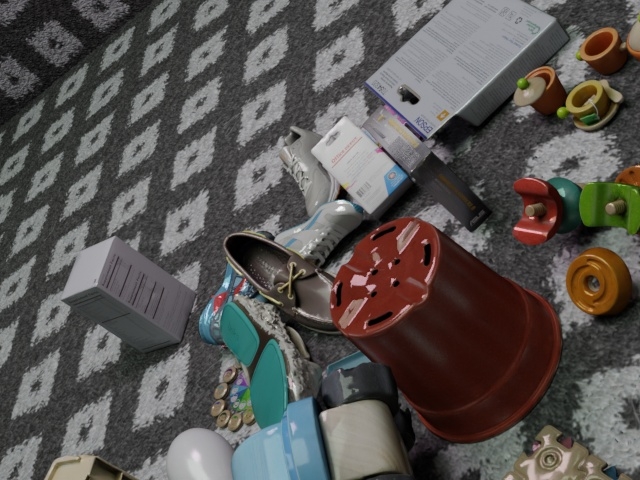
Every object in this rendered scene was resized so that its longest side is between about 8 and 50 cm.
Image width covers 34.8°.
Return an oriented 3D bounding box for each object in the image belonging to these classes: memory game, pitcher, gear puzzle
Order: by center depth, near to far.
[{"bbox_3d":[0.251,0.406,1.292,0.339,0.044,0.175,-48,39,-9],"label":"gear puzzle"},{"bbox_3d":[-0.210,0.436,1.772,0.177,0.125,0.207,-37,40,-7],"label":"pitcher"},{"bbox_3d":[-0.141,0.280,1.956,0.186,0.012,0.186,-31,37,27],"label":"memory game"}]

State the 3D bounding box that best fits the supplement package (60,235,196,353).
[{"bbox_3d":[-0.417,0.122,2.231,0.139,0.244,0.134,-19,44,38],"label":"supplement package"}]

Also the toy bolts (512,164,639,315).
[{"bbox_3d":[0.415,-0.016,1.521,0.228,0.158,0.218,20,113,46],"label":"toy bolts"}]

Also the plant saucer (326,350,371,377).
[{"bbox_3d":[0.088,0.211,1.747,0.192,0.018,0.067,-28,39,29],"label":"plant saucer"}]

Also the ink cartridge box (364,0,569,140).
[{"bbox_3d":[0.279,-0.352,2.023,0.330,0.071,0.324,-44,34,6],"label":"ink cartridge box"}]

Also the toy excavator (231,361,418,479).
[{"bbox_3d":[-0.060,0.399,1.488,0.445,0.433,0.222,-15,55,5],"label":"toy excavator"}]

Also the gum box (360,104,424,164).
[{"bbox_3d":[0.116,-0.187,2.068,0.188,0.062,0.107,-45,33,9],"label":"gum box"}]

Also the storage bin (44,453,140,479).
[{"bbox_3d":[-0.378,0.536,1.753,0.123,0.262,0.260,-7,52,46],"label":"storage bin"}]

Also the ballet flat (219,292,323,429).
[{"bbox_3d":[-0.068,0.217,1.819,0.147,0.147,0.409,-46,32,7],"label":"ballet flat"}]

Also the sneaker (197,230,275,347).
[{"bbox_3d":[-0.137,0.106,2.074,0.125,0.104,0.262,14,72,36],"label":"sneaker"}]

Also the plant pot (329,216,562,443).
[{"bbox_3d":[0.170,0.118,1.512,0.272,0.265,0.272,-31,37,27],"label":"plant pot"}]

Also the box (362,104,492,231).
[{"bbox_3d":[0.187,-0.131,1.818,0.056,0.183,0.231,-46,32,7],"label":"box"}]

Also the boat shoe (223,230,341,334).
[{"bbox_3d":[-0.059,0.075,1.916,0.324,0.096,0.117,33,90,39],"label":"boat shoe"}]

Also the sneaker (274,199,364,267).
[{"bbox_3d":[0.000,0.000,2.012,0.228,0.087,0.092,-34,42,35],"label":"sneaker"}]

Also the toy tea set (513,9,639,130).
[{"bbox_3d":[0.470,-0.308,1.707,0.336,0.124,0.200,-33,36,24],"label":"toy tea set"}]

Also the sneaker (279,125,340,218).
[{"bbox_3d":[-0.032,-0.140,2.128,0.099,0.121,0.262,-56,23,33],"label":"sneaker"}]

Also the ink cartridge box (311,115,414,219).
[{"bbox_3d":[0.080,-0.142,1.980,0.104,0.061,0.181,-45,71,7],"label":"ink cartridge box"}]
